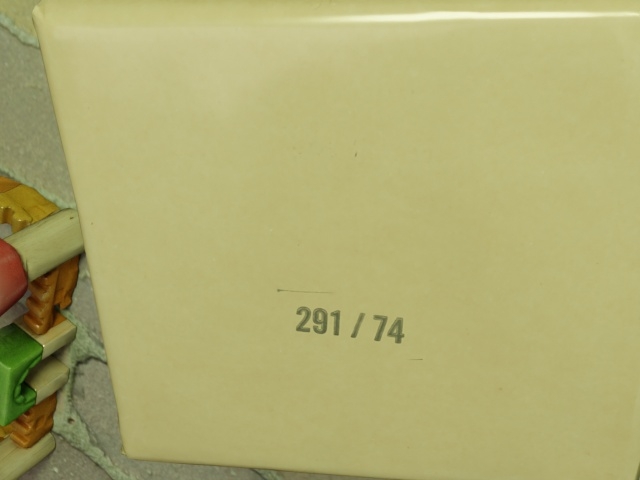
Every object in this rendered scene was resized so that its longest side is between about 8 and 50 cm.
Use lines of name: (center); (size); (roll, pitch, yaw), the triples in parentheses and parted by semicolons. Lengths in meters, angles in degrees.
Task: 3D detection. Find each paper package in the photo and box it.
paper package: (0.032, -0.016, 0.524); (0.324, 0.168, 0.310); (2, 121, 10)

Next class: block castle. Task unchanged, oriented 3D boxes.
block castle: (-0.466, 0.109, 1.019); (0.303, 0.213, 0.453); (33, 128, 15)
